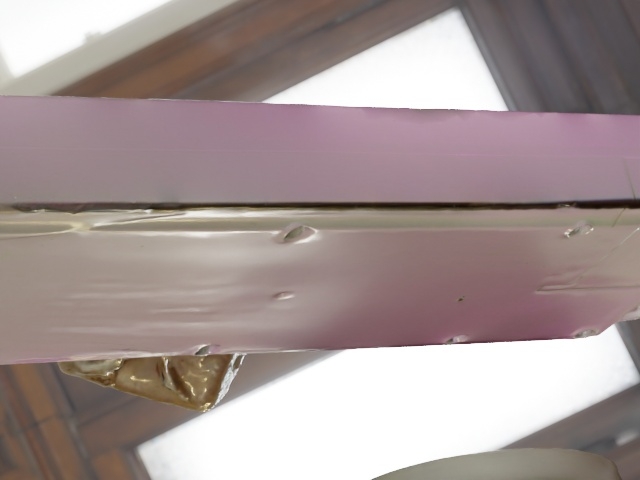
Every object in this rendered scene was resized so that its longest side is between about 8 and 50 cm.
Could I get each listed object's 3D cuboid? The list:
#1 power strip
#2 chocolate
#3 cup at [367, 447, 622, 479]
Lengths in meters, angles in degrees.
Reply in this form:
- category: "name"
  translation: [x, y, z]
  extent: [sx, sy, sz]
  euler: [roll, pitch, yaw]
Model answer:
- category: "power strip"
  translation: [0.000, 0.000, 0.427]
  extent: [0.109, 0.279, 0.037]
  euler: [129, 135, -55]
- category: "chocolate"
  translation: [-0.113, 0.032, 1.050]
  extent: [0.148, 0.214, 0.093]
  euler: [19, -161, -7]
- category: "cup"
  translation: [0.140, 0.332, 0.929]
  extent: [0.323, 0.237, 0.327]
  euler: [48, -149, -60]
